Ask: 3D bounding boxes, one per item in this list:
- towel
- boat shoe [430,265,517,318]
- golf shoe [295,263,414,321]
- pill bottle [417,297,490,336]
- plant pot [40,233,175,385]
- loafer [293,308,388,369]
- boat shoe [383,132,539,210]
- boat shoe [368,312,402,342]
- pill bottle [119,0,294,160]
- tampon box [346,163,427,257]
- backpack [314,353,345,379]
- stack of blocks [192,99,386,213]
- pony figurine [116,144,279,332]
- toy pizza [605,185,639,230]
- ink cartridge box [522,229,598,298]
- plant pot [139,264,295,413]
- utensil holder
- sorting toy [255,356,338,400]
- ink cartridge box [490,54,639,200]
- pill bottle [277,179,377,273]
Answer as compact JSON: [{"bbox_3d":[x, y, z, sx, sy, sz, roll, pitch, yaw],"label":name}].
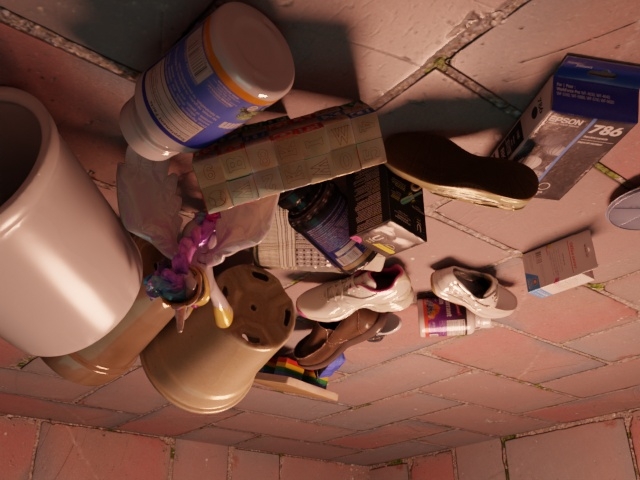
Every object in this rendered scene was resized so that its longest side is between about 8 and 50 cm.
[{"bbox_3d":[0.000,0.000,1.578,0.312,0.056,0.324,1,153,-3],"label":"towel"},{"bbox_3d":[0.416,0.131,1.788,0.277,0.098,0.096,17,148,-27],"label":"boat shoe"},{"bbox_3d":[0.082,0.123,1.774,0.306,0.115,0.140,-11,143,2],"label":"golf shoe"},{"bbox_3d":[0.367,0.208,1.923,0.194,0.108,0.108,-5,152,7],"label":"pill bottle"},{"bbox_3d":[-0.467,0.128,1.591,0.280,0.323,0.323,-31,142,19],"label":"plant pot"},{"bbox_3d":[0.034,0.249,2.002,0.130,0.133,0.366,39,127,-18],"label":"loafer"},{"bbox_3d":[0.245,-0.114,1.268,0.285,0.104,0.089,19,157,7],"label":"boat shoe"},{"bbox_3d":[0.183,0.260,2.071,0.183,0.065,0.083,-17,150,41],"label":"boat shoe"},{"bbox_3d":[-0.182,-0.224,1.049,0.272,0.152,0.152,-25,143,38],"label":"pill bottle"},{"bbox_3d":[0.125,-0.070,1.337,0.101,0.161,0.120,-23,144,36],"label":"tampon box"},{"bbox_3d":[0.028,0.374,2.245,0.101,0.098,0.120,-11,149,-28],"label":"backpack"},{"bbox_3d":[-0.057,-0.148,1.155,0.297,0.171,0.087,-16,112,-3],"label":"stack of blocks"},{"bbox_3d":[-0.230,0.005,1.343,0.303,0.351,0.363,4,171,0],"label":"pony figurine"},{"bbox_3d":[0.707,-0.079,1.471,0.201,0.032,0.201,0,153,0],"label":"toy pizza"},{"bbox_3d":[0.577,0.057,1.646,0.062,0.104,0.181,22,144,-37],"label":"ink cartridge box"},{"bbox_3d":[-0.233,0.219,1.719,0.334,0.333,0.305,17,142,-30],"label":"plant pot"},{"bbox_3d":[-0.527,-0.015,1.209,0.328,0.327,0.385,-5,146,9],"label":"utensil holder"},{"bbox_3d":[-0.106,0.454,2.340,0.257,0.089,0.255,-3,156,43],"label":"sorting toy"},{"bbox_3d":[0.429,-0.184,1.236,0.165,0.065,0.332,5,151,-10],"label":"ink cartridge box"},{"bbox_3d":[0.014,-0.042,1.380,0.123,0.122,0.219,-26,122,38],"label":"pill bottle"}]
